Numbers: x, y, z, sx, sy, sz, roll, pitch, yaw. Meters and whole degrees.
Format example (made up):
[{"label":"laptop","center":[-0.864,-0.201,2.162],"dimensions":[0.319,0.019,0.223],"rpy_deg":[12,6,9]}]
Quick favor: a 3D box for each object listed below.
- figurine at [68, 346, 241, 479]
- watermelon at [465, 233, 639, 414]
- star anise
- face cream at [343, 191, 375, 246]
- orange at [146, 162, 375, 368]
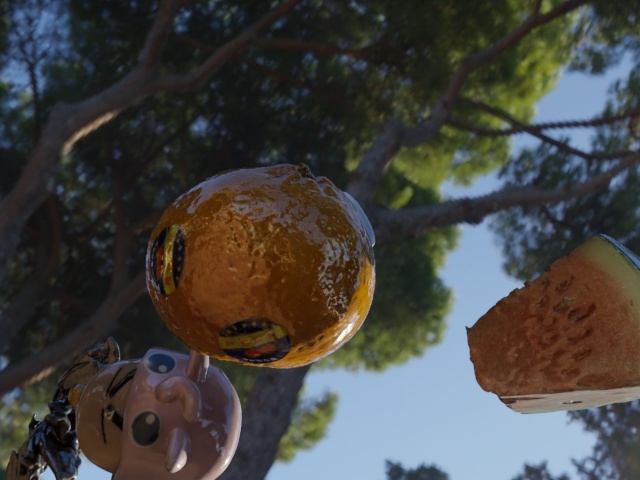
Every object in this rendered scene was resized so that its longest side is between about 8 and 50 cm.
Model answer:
[{"label":"figurine","center":[-0.188,0.217,1.257],"dimensions":[0.186,0.176,0.287],"rpy_deg":[8,-20,-8]},{"label":"watermelon","center":[0.232,0.094,1.112],"dimensions":[0.226,0.148,0.318],"rpy_deg":[-6,-13,-17]},{"label":"star anise","center":[-0.374,0.274,1.722],"dimensions":[0.129,0.282,0.212],"rpy_deg":[25,-15,4]},{"label":"face cream","center":[0.000,0.000,1.173],"dimensions":[0.095,0.091,0.091],"rpy_deg":[-30,-69,18]},{"label":"orange","center":[-0.044,0.020,0.870],"dimensions":[0.178,0.155,0.177],"rpy_deg":[1,-9,0]}]
